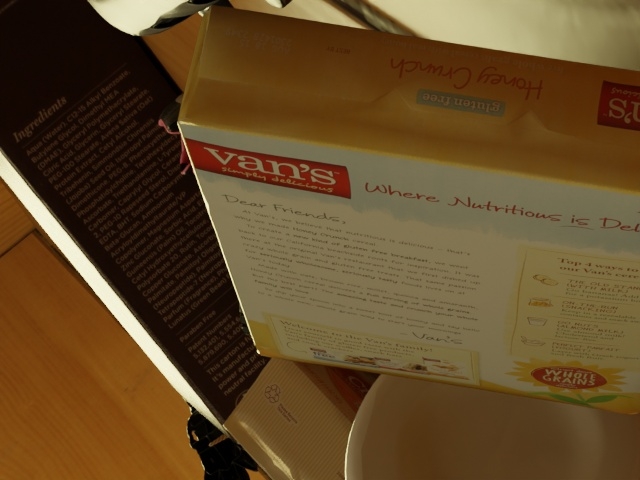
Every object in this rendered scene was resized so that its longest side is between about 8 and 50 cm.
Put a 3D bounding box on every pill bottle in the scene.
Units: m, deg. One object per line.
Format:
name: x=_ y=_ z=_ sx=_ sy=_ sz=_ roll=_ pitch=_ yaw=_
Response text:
pill bottle: x=0.115 y=0.166 z=0.823 sx=0.152 sy=0.152 sz=0.272 roll=42 pitch=166 yaw=34

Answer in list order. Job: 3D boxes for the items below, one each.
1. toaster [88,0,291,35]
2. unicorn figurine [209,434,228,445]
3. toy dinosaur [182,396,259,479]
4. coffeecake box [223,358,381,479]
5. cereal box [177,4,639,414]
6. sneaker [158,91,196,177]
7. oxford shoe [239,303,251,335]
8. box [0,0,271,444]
toaster: x=-0.057 y=-0.162 z=0.513 sx=0.185 sy=0.110 sz=0.168 roll=52 pitch=168 yaw=-11
unicorn figurine: x=-0.018 y=0.141 z=1.394 sx=0.111 sy=0.162 sz=0.060 roll=33 pitch=-156 yaw=29
toy dinosaur: x=-0.038 y=0.186 z=1.549 sx=0.322 sy=0.164 sz=0.218 roll=22 pitch=176 yaw=20
coffeecake box: x=0.049 y=0.139 z=1.007 sx=0.142 sy=0.068 sz=0.185 roll=44 pitch=-162 yaw=25
cereal box: x=0.051 y=0.001 z=0.573 sx=0.173 sy=0.047 sz=0.240 roll=9 pitch=159 yaw=7
sneaker: x=-0.069 y=-0.056 z=1.055 sx=0.047 sy=0.057 sz=0.119 roll=31 pitch=160 yaw=53
oxford shoe: x=0.000 y=0.000 z=0.972 sx=0.096 sy=0.083 sz=0.227 roll=18 pitch=155 yaw=13
box: x=-0.152 y=-0.036 z=1.248 sx=0.381 sy=0.143 sz=0.191 roll=52 pitch=169 yaw=-21
